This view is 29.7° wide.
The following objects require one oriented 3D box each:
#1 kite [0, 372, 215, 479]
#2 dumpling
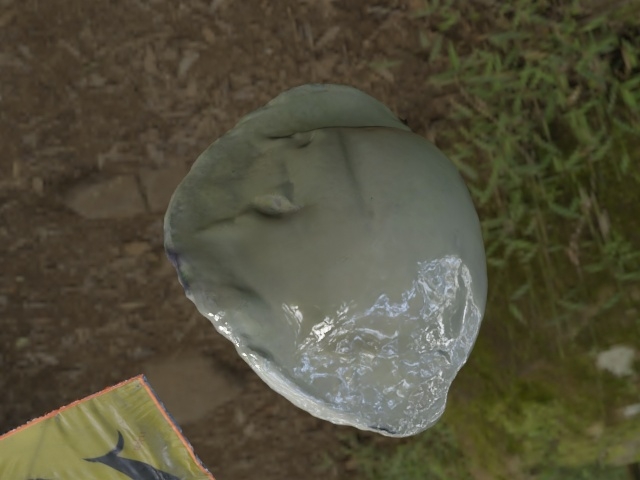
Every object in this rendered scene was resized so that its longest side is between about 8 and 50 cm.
[{"bbox_3d":[-0.228,0.251,1.027,0.327,0.013,0.378,10,123,-17],"label":"kite"},{"bbox_3d":[-0.001,0.005,0.862,0.226,0.243,0.175,3,114,-14],"label":"dumpling"}]
